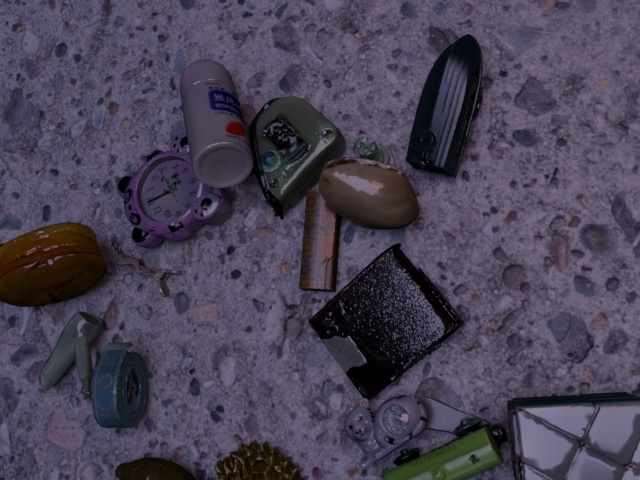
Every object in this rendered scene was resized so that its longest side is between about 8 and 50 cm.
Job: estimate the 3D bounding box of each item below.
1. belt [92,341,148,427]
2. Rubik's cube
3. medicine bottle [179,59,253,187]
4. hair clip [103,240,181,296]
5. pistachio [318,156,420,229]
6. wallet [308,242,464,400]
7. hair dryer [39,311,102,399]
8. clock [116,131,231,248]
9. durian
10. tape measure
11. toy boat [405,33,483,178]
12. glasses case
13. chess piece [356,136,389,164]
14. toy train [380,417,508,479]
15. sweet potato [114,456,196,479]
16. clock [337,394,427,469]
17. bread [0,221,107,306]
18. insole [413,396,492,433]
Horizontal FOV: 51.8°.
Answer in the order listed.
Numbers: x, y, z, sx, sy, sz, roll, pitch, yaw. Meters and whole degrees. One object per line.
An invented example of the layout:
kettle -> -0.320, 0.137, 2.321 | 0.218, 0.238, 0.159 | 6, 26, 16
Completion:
belt -> -0.442, 0.327, 1.449 | 0.082, 0.147, 0.163 | -2, 50, 14
Rubik's cube -> 0.446, 0.382, 1.126 | 0.231, 0.224, 0.221 | -7, 78, 14
medicine bottle -> -0.239, -0.276, 1.468 | 0.130, 0.130, 0.341 | -27, 49, 10
hair clip -> -0.432, 0.064, 1.554 | 0.226, 0.034, 0.072 | 22, 87, 20
pistachio -> 0.103, -0.097, 1.365 | 0.223, 0.126, 0.152 | 26, 125, -6
wallet -> 0.127, 0.167, 1.352 | 0.262, 0.071, 0.221 | -42, 71, 12
hair dryer -> -0.556, 0.297, 1.484 | 0.206, 0.075, 0.237 | -54, 40, 6
clock -> -0.346, -0.108, 1.536 | 0.248, 0.090, 0.227 | -25, 73, 12
durian -> -0.106, 0.529, 1.329 | 0.186, 0.154, 0.260 | -36, 78, -19
tape measure -> -0.085, -0.199, 1.462 | 0.207, 0.115, 0.235 | 43, 93, 17
toy boat -> 0.269, -0.280, 1.365 | 0.114, 0.122, 0.296 | 19, 95, 38
glasses case -> 0.000, 0.000, 1.429 | 0.075, 0.049, 0.218 | 1, 80, 17
chess piece -> 0.108, -0.185, 1.405 | 0.067, 0.103, 0.067 | -3, 78, 15
toy train -> 0.225, 0.413, 1.214 | 0.253, 0.157, 0.105 | -29, 77, 13
sweet potato -> -0.317, 0.538, 1.394 | 0.310, 0.098, 0.124 | 32, 97, 23
clock -> 0.123, 0.356, 1.298 | 0.176, 0.080, 0.117 | -39, 71, 19
bread -> -0.631, 0.066, 1.531 | 0.270, 0.195, 0.142 | -24, 64, 8
insole -> 0.245, 0.353, 1.305 | 0.192, 0.010, 0.063 | 14, 84, 18
